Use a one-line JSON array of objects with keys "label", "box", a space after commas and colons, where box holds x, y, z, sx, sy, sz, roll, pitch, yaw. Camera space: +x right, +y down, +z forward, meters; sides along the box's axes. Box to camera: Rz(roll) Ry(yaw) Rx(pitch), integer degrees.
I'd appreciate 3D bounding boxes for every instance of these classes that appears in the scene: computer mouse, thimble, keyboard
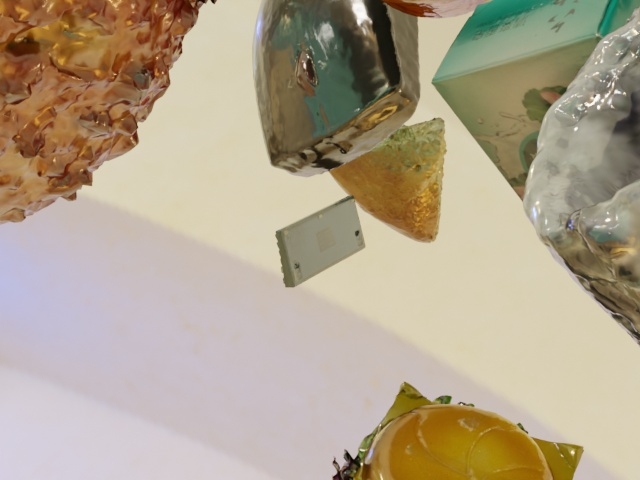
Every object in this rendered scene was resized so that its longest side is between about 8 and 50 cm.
[{"label": "computer mouse", "box": [0.006, -0.199, 1.664, 0.100, 0.269, 0.170, 26, -43, -35]}, {"label": "thimble", "box": [0.244, -0.046, 1.014, 0.157, 0.245, 0.217, 44, -20, -20]}, {"label": "keyboard", "box": [0.001, 0.000, 1.673, 0.014, 0.176, 0.055, -7, -81, 25]}]

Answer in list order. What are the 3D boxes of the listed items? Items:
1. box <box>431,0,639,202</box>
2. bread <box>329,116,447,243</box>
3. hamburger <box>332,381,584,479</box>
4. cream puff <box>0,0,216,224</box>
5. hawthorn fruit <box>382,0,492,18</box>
[{"label": "box", "box": [0.214, -0.069, 1.258, 0.153, 0.092, 0.245, -14, -55, 45]}, {"label": "bread", "box": [0.064, -0.071, 1.866, 0.136, 0.054, 0.154, 16, -54, 13]}, {"label": "hamburger", "box": [0.093, 0.188, 1.235, 0.164, 0.189, 0.093, 27, -48, 21]}, {"label": "cream puff", "box": [-0.222, -0.135, 0.814, 0.350, 0.228, 0.350, 26, -27, 15]}, {"label": "hawthorn fruit", "box": [0.117, -0.313, 1.461, 0.261, 0.224, 0.224, -31, -77, 19]}]
